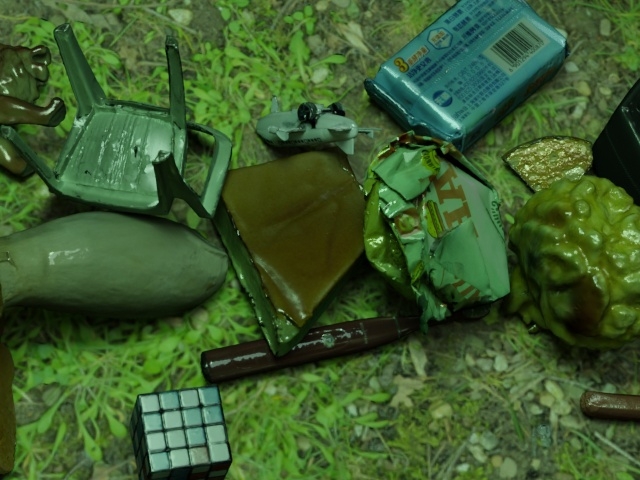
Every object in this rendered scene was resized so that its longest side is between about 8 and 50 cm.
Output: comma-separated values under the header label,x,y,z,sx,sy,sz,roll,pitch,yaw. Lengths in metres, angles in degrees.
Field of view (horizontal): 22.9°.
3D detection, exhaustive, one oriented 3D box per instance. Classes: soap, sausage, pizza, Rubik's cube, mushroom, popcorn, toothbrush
label,x,y,z,sx,sy,sz,roll,pitch,yaw
soap,0.195,-0.224,2.052,0.156,0.077,0.293,44,62,13
sausage,0.382,0.199,1.897,0.147,0.030,0.035,6,65,-9
pizza,0.294,-0.079,2.024,0.123,0.026,0.108,-7,86,-2
Rubik's cube,-0.154,0.220,1.735,0.092,0.092,0.092,-5,65,-15
mushroom,-0.260,0.031,1.772,0.350,0.128,0.128,-5,62,-40
popcorn,0.320,0.031,1.892,0.169,0.189,0.218,-19,62,-28
toothbrush,0.034,0.115,1.862,0.364,0.041,0.041,-10,66,-17

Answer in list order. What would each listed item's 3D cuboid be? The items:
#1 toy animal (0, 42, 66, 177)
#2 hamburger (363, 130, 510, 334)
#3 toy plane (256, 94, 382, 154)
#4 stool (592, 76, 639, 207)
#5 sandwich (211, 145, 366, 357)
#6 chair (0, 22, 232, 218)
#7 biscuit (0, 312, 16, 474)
label,x,y,z,sx,sy,sz,roll,pitch,yaw
toy animal,-0.420,-0.126,1.870,0.157,0.097,0.312,38,63,23
hamburger,0.126,0.002,1.853,0.214,0.125,0.235,23,69,-46
toy plane,-0.015,-0.139,1.931,0.171,0.065,0.162,15,14,40
stool,0.470,-0.115,2.018,0.232,0.141,0.232,5,62,-10
sandwich,0.000,0.000,1.880,0.212,0.063,0.245,-15,58,-20
chair,-0.215,-0.122,1.806,0.203,0.274,0.190,10,68,9
biscuit,-0.383,0.135,1.717,0.162,0.035,0.250,-17,87,-63
